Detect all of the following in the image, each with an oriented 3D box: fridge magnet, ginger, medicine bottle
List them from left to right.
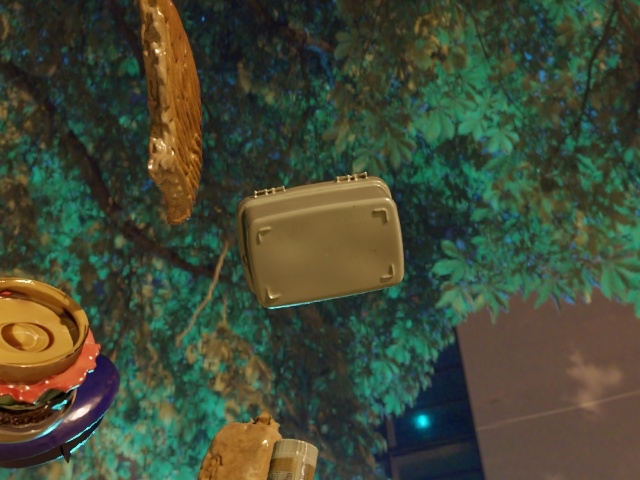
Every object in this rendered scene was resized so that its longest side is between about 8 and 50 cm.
[{"bbox_3d":[-0.448,0.260,1.270,0.265,0.265,0.113,-7,-65,4],"label":"fridge magnet"},{"bbox_3d":[-0.144,0.429,1.434,0.138,0.267,0.152,-4,-21,37],"label":"ginger"},{"bbox_3d":[-0.031,0.238,0.773,0.047,0.083,0.047,8,-34,5],"label":"medicine bottle"}]

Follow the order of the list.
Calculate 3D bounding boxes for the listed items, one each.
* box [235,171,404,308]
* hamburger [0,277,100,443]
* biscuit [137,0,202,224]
[{"bbox_3d":[0.000,0.000,1.029,0.210,0.129,0.148,-10,-74,-5],"label":"box"},{"bbox_3d":[-0.322,0.134,0.833,0.175,0.175,0.137,13,-65,-16],"label":"hamburger"},{"bbox_3d":[-0.154,-0.143,0.833,0.031,0.176,0.229,-2,-47,6],"label":"biscuit"}]
